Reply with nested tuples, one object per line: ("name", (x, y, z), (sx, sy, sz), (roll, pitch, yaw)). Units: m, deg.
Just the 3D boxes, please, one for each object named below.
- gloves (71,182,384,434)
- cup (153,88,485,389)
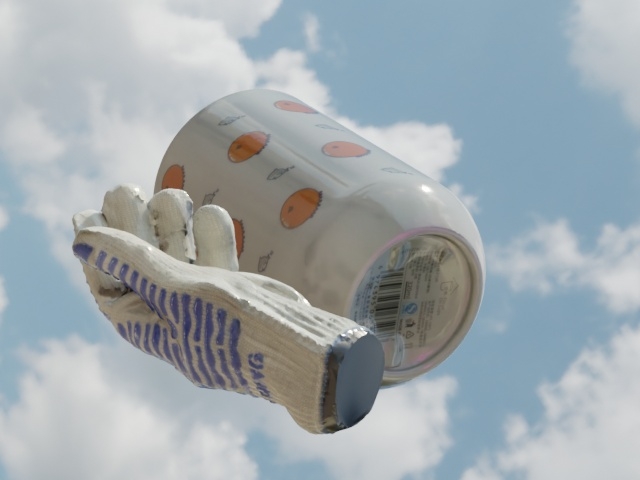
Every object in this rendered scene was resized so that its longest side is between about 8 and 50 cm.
("gloves", (-0.065, 0.039, 0.798), (0.229, 0.119, 0.097), (37, -87, 29))
("cup", (0.000, 0.000, 1.256), (0.317, 0.212, 0.212), (36, -47, 53))
